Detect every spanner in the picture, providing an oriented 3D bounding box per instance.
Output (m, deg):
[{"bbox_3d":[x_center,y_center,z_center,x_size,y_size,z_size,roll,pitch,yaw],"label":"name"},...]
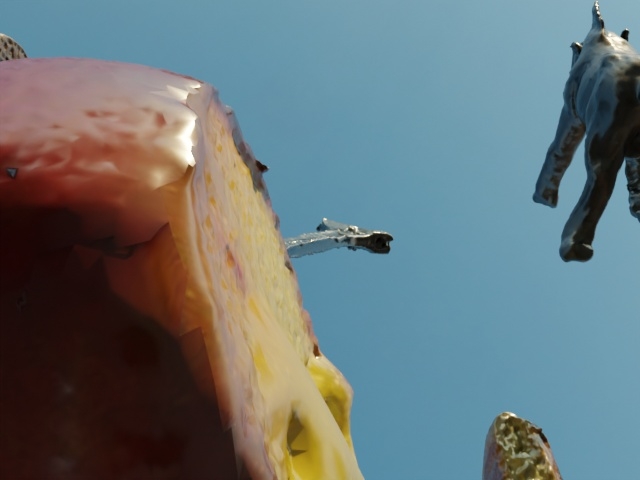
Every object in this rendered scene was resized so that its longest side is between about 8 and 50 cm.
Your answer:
[{"bbox_3d":[0.000,0.000,1.028,0.325,0.093,0.026,-7,-72,-70],"label":"spanner"}]

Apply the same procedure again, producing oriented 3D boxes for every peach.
[{"bbox_3d":[-0.075,0.074,0.491,0.338,0.281,0.281,25,-103,-31],"label":"peach"}]

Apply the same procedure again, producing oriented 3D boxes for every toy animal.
[{"bbox_3d":[0.188,-0.079,0.678,0.084,0.233,0.148,-2,-75,6],"label":"toy animal"}]

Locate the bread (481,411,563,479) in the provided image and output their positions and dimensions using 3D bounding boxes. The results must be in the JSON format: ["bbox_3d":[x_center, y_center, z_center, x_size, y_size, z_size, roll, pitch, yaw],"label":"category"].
[{"bbox_3d":[0.122,0.201,0.610,0.054,0.154,0.136,4,-56,-8],"label":"bread"}]

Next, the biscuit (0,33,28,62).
[{"bbox_3d":[-0.231,-0.087,0.782,0.026,0.175,0.124,-2,-95,18],"label":"biscuit"}]
